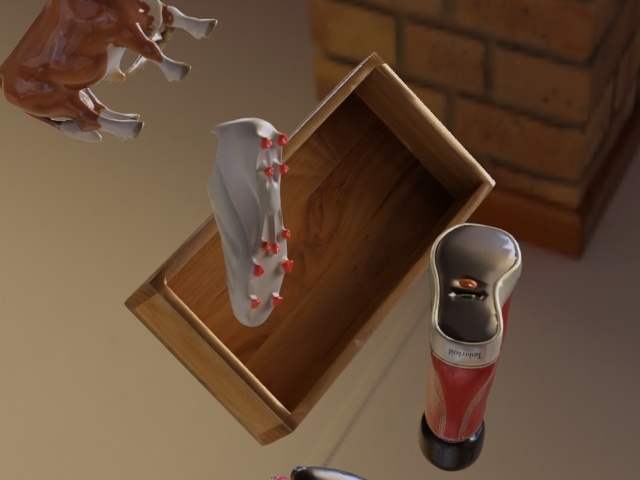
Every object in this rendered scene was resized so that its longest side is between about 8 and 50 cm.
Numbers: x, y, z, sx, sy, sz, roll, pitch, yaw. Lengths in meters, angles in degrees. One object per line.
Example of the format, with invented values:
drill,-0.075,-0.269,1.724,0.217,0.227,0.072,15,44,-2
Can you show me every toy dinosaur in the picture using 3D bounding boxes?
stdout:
toy dinosaur,-0.202,-0.232,1.848,0.053,0.092,0.183,24,-156,-7

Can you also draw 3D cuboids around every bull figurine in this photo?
bull figurine,-0.237,-0.224,1.704,0.188,0.310,0.101,33,-134,-15

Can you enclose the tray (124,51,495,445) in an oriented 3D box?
tray,0.000,0.000,1.643,0.203,0.076,0.411,46,-126,-6

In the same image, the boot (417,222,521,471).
boot,0.136,0.104,1.500,0.088,0.176,0.244,9,-148,7

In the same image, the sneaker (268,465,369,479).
sneaker,0.090,0.229,1.052,0.299,0.120,0.112,13,178,-41

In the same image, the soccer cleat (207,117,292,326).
soccer cleat,-0.071,-0.018,1.474,0.076,0.196,0.068,5,-174,34
